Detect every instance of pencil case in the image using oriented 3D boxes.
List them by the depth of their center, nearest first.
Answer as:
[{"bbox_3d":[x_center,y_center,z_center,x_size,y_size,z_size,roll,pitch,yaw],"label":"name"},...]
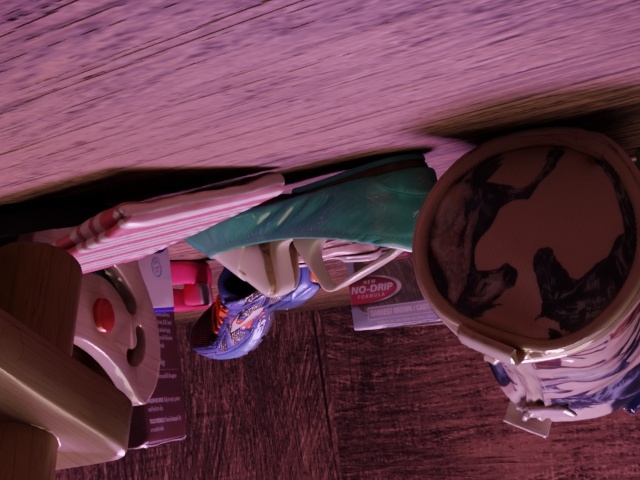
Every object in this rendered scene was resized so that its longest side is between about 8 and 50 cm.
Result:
[{"bbox_3d":[0.177,0.042,1.243,0.159,0.184,0.410,12,171,16],"label":"pencil case"}]

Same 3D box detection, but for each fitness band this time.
[{"bbox_3d":[-0.237,0.062,2.013,0.209,0.054,0.291,-4,175,1],"label":"fitness band"}]

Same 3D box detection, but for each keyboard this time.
[{"bbox_3d":[-0.249,-0.010,1.201,0.180,0.023,0.108,-9,-178,13],"label":"keyboard"}]

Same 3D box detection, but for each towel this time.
[{"bbox_3d":[-0.137,-0.008,1.180,0.144,0.029,0.197,-16,176,-44],"label":"towel"}]

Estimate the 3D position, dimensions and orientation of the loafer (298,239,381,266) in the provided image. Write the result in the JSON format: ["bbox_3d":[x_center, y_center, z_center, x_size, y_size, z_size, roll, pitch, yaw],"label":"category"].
[{"bbox_3d":[0.000,0.000,1.691,0.125,0.039,0.045,-4,-152,-6],"label":"loafer"}]

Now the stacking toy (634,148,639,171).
[{"bbox_3d":[0.290,-0.045,1.418,0.167,0.052,0.221,-4,174,-35],"label":"stacking toy"}]

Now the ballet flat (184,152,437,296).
[{"bbox_3d":[-0.018,-0.002,1.230,0.247,0.087,0.083,-10,175,39],"label":"ballet flat"}]

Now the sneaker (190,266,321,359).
[{"bbox_3d":[-0.090,0.062,1.901,0.087,0.083,0.221,14,138,-34],"label":"sneaker"}]

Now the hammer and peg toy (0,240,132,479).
[{"bbox_3d":[-0.263,0.011,0.528,0.265,0.127,0.361,-12,148,27],"label":"hammer and peg toy"}]

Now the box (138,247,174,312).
[{"bbox_3d":[-0.230,0.043,1.595,0.137,0.072,0.126,-10,176,23],"label":"box"}]

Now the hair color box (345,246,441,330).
[{"bbox_3d":[0.181,0.035,1.901,0.185,0.114,0.374,-9,175,22],"label":"hair color box"}]

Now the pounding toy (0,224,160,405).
[{"bbox_3d":[-0.234,0.069,1.377,0.154,0.154,0.269,-9,175,21],"label":"pounding toy"}]

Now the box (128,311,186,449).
[{"bbox_3d":[-0.250,0.125,1.764,0.168,0.203,0.167,-8,175,10],"label":"box"}]
